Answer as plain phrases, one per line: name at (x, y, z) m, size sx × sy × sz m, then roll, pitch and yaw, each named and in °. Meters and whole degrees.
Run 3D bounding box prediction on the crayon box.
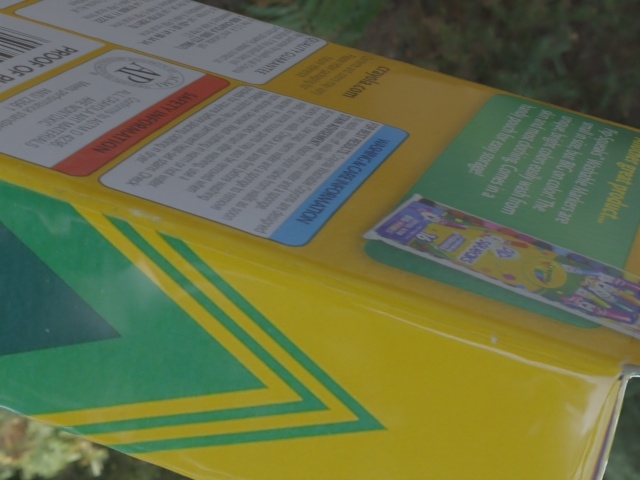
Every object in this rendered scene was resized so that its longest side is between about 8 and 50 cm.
crayon box at (0.000, 0.000, 0.463) m, size 0.323 × 0.083 × 0.203 m, roll 17°, pitch -155°, yaw 13°
